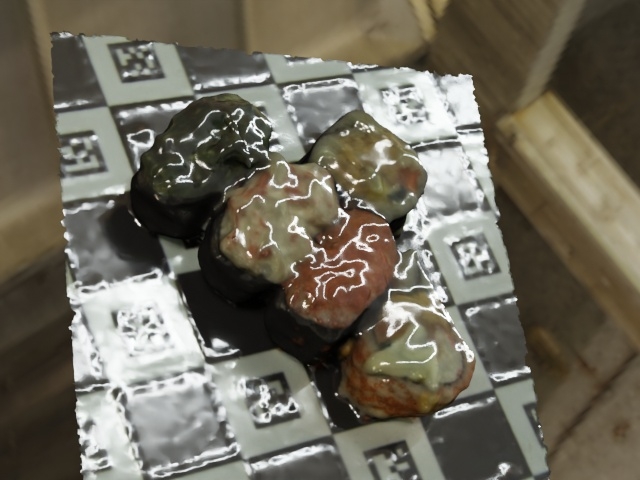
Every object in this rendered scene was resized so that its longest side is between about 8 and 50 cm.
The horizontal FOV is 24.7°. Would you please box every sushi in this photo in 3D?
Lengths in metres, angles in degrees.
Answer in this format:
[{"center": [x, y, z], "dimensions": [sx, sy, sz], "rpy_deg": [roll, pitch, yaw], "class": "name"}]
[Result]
[{"center": [0.000, 0.000, 0.918], "dimensions": [0.320, 0.339, 0.069], "rpy_deg": [5, -29, -23], "class": "sushi"}]
